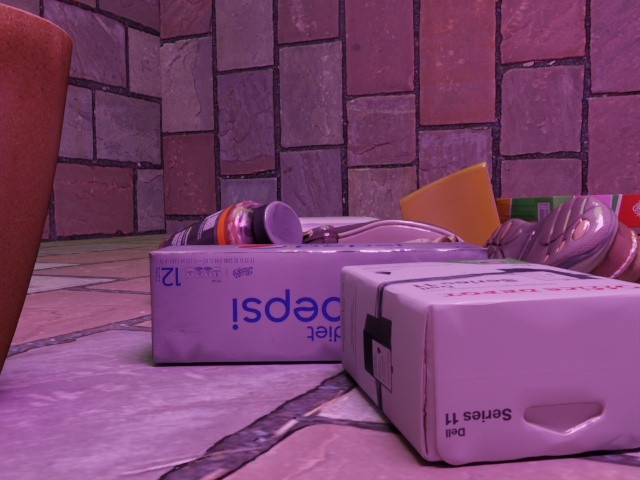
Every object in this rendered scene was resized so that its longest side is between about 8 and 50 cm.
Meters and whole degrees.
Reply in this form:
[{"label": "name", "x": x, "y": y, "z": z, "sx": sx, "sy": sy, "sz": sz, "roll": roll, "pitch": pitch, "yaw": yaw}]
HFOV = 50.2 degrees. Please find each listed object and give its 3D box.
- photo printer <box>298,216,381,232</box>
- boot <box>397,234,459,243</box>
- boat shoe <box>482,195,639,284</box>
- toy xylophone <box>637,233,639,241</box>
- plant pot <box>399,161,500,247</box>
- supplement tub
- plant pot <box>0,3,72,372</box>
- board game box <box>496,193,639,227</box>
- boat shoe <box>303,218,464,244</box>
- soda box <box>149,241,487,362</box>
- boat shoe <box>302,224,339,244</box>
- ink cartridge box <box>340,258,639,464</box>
[{"label": "photo printer", "x": 0.000, "y": 0.000, "z": 1.550, "sx": 0.308, "sy": 0.107, "sz": 0.256, "roll": -3, "pitch": 4, "yaw": -40}, {"label": "boot", "x": 0.098, "y": 0.041, "z": 0.898, "sx": 0.165, "sy": 0.077, "sz": 0.213, "roll": -10, "pitch": 2, "yaw": 16}, {"label": "boat shoe", "x": 0.262, "y": 0.043, "z": 0.796, "sx": 0.116, "sy": 0.123, "sz": 0.324, "roll": 32, "pitch": -9, "yaw": -4}, {"label": "toy xylophone", "x": 0.566, "y": 0.016, "z": 1.338, "sx": 0.236, "sy": 0.081, "sz": 0.323, "roll": -2, "pitch": 3, "yaw": -19}, {"label": "plant pot", "x": 0.276, "y": -0.039, "z": 1.457, "sx": 0.187, "sy": 0.212, "sz": 0.212, "roll": -12, "pitch": 1, "yaw": 10}, {"label": "supplement tub", "x": -0.118, "y": 0.012, "z": 0.899, "sx": 0.198, "sy": 0.106, "sz": 0.106, "roll": -20, "pitch": -9, "yaw": 36}, {"label": "plant pot", "x": -0.286, "y": -0.014, "z": 0.452, "sx": 0.237, "sy": 0.254, "sz": 0.237, "roll": -1, "pitch": 2, "yaw": 0}, {"label": "board game box", "x": 0.555, "y": -0.060, "z": 1.388, "sx": 0.317, "sy": 0.064, "sz": 0.242, "roll": -2, "pitch": 3, "yaw": -12}, {"label": "boat shoe", "x": 0.065, "y": 0.022, "z": 1.078, "sx": 0.335, "sy": 0.112, "sz": 0.095, "roll": -4, "pitch": 7, "yaw": 12}, {"label": "soda box", "x": -0.001, "y": 0.052, "z": 0.612, "sx": 0.287, "sy": 0.098, "sz": 0.091, "roll": -1, "pitch": 4, "yaw": -1}, {"label": "boat shoe", "x": -0.032, "y": 0.032, "z": 0.963, "sx": 0.081, "sy": 0.068, "sz": 0.228, "roll": 6, "pitch": -13, "yaw": -26}, {"label": "ink cartridge box", "x": 0.107, "y": 0.064, "z": 0.452, "sx": 0.153, "sy": 0.086, "sz": 0.208, "roll": -2, "pitch": 4, "yaw": -11}]
